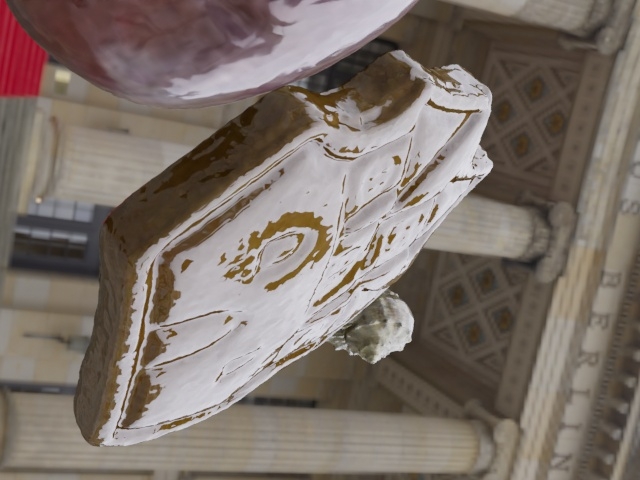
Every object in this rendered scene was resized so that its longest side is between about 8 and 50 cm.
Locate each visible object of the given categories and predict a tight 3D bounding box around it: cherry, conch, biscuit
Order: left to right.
[{"bbox_3d":[-0.059,-0.196,0.550,0.307,0.261,0.221,-45,-156,27],"label":"cherry"},{"bbox_3d":[0.002,0.002,0.422,0.034,0.215,0.182,47,-38,21],"label":"biscuit"},{"bbox_3d":[0.048,0.085,1.449,0.130,0.155,0.207,-36,-138,28],"label":"conch"}]
